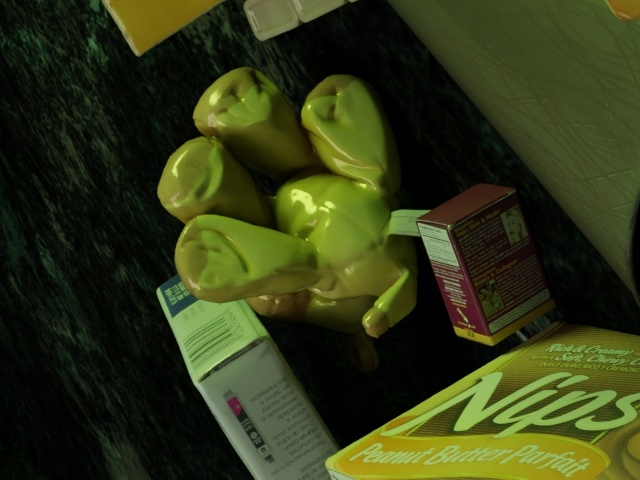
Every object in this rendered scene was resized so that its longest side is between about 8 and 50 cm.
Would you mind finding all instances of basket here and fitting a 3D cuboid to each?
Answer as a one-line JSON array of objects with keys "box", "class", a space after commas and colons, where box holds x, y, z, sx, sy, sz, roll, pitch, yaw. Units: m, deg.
[{"box": [0.124, -0.102, 0.735, 0.227, 0.154, 0.204, 49, 162, 36], "class": "basket"}]

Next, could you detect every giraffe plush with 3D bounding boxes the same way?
[{"box": [0.000, 0.000, 1.148, 0.210, 0.181, 0.170, 20, 160, 6], "class": "giraffe plush"}]

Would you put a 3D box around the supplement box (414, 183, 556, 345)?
[{"box": [0.101, 0.014, 1.037, 0.043, 0.055, 0.083, 14, 129, 61], "class": "supplement box"}]

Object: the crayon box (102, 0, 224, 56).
[{"box": [-0.094, -0.286, 0.872, 0.323, 0.203, 0.083, 58, -166, -6], "class": "crayon box"}]

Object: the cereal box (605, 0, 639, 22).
[{"box": [0.150, -0.190, 0.510, 0.240, 0.047, 0.173, -24, 105, 39], "class": "cereal box"}]

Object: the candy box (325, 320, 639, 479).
[{"box": [0.159, 0.134, 0.883, 0.316, 0.183, 0.087, 8, 122, 63], "class": "candy box"}]

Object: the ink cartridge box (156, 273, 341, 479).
[{"box": [-0.006, 0.186, 1.296, 0.330, 0.071, 0.324, 60, 175, -12], "class": "ink cartridge box"}]

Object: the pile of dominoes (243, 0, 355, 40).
[{"box": [-0.012, -0.239, 1.036, 0.251, 0.040, 0.196, -12, 103, 59], "class": "pile of dominoes"}]
